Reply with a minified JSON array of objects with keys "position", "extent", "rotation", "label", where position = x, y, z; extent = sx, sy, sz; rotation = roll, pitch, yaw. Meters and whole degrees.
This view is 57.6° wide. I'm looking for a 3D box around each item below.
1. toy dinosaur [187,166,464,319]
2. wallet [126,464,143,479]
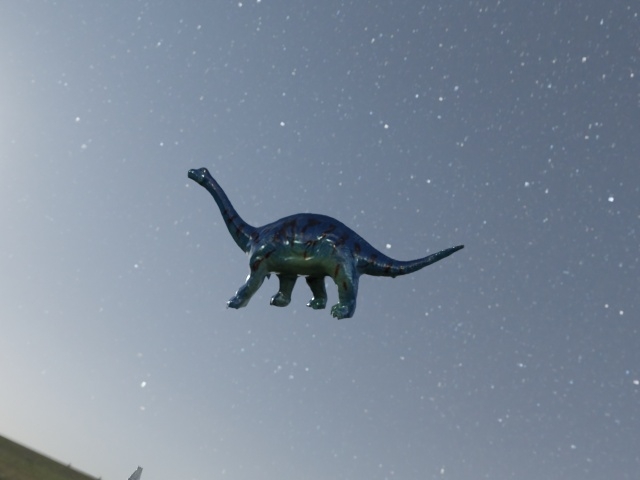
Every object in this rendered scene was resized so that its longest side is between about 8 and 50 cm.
[{"position":[-0.019,0.026,0.660],"extent":[0.329,0.145,0.076],"rotation":[17,0,11],"label":"toy dinosaur"},{"position":[-0.272,0.362,0.821],"extent":[0.011,0.044,0.083],"rotation":[22,-73,5],"label":"wallet"}]
